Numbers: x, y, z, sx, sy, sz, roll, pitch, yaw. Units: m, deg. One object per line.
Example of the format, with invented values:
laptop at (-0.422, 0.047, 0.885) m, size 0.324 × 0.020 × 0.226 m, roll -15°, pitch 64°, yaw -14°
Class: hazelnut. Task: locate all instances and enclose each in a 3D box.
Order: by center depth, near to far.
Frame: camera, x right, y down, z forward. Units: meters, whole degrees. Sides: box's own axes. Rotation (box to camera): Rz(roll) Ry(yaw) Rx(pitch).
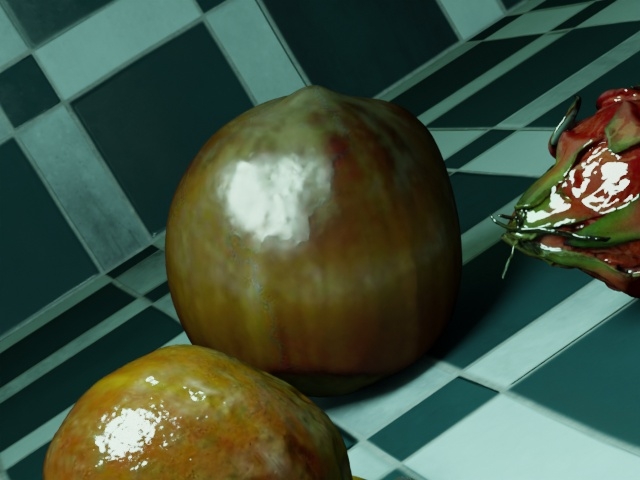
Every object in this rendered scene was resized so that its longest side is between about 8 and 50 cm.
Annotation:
hazelnut at (0.001, 0.009, 1.922) m, size 0.366 × 0.366 × 0.366 m, roll -30°, pitch 12°, yaw 7°

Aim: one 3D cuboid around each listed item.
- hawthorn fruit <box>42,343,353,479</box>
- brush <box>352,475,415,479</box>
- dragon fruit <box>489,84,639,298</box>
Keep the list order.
hawthorn fruit at (-0.080, 0.230, 1.439) m, size 0.298 × 0.277 × 0.277 m, roll 8°, pitch 31°, yaw 27°
brush at (0.056, 0.241, 1.607) m, size 0.043 × 0.014 × 0.170 m, roll -34°, pitch 11°, yaw -21°
dragon fruit at (0.304, -0.031, 1.621) m, size 0.293 × 0.234 × 0.234 m, roll -27°, pitch 11°, yaw -2°
